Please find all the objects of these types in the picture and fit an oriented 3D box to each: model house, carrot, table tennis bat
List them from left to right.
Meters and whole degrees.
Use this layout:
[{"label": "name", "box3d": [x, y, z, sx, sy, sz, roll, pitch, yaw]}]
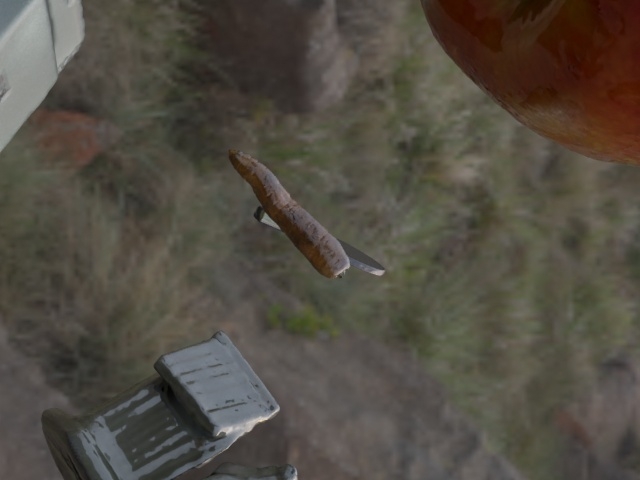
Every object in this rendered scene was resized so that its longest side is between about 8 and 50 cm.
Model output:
[{"label": "model house", "box3d": [-0.114, 0.181, 1.221, 0.229, 0.188, 0.122, 56, -7, 28]}, {"label": "carrot", "box3d": [-0.032, -0.027, 1.457, 0.165, 0.035, 0.035, 47, 29, 6]}, {"label": "table tennis bat", "box3d": [0.000, 0.000, 1.562, 0.158, 0.095, 0.014, 23, 100, -31]}]

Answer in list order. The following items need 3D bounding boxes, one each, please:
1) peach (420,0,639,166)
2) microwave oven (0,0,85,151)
[{"label": "peach", "box3d": [0.247, -0.214, 0.875, 0.310, 0.406, 0.335, 36, 40, -79]}, {"label": "microwave oven", "box3d": [-0.385, -0.096, 0.907, 0.432, 0.374, 0.236, -54, 170, -20]}]
